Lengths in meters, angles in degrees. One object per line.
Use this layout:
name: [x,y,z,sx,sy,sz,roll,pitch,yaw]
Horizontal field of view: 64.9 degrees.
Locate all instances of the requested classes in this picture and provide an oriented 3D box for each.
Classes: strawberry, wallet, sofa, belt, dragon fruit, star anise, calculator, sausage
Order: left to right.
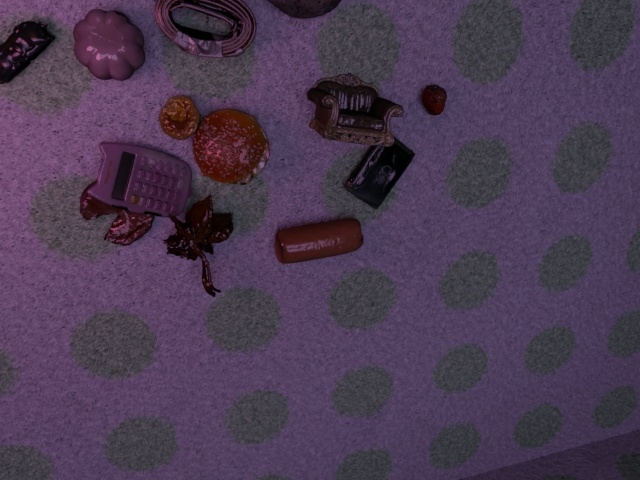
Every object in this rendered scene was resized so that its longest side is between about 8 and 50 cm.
calculator: [-0.514,-0.173,1.473,0.294,0.043,0.194,14,90,-36]
star anise: [-0.363,0.018,1.569,0.237,0.148,0.346,-17,114,-39]
belt: [-0.310,-0.591,1.360,0.262,0.105,0.184,12,110,-21]
dragon fruit: [-0.001,-0.731,1.331,0.204,0.221,0.282,21,102,-17]
sausage: [0.001,0.000,1.691,0.304,0.121,0.121,-10,115,-14]
sofa: [0.101,-0.398,1.510,0.259,0.200,0.182,4,113,-16]
wallet: [0.203,-0.234,1.691,0.160,0.055,0.236,30,101,-32]
strawberry: [0.372,-0.454,1.632,0.083,0.083,0.096,-4,115,-14]

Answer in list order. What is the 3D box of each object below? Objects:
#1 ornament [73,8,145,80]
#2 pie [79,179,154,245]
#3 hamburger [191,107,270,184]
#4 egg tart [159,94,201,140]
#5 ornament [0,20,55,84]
ornament: [-0.546,-0.504,1.308,0.178,0.177,0.177,-6,114,-14]
pie: [-0.606,-0.091,1.512,0.219,0.054,0.204,39,98,-26]
hamburger: [-0.262,-0.276,1.484,0.237,0.147,0.236,-5,110,-13]
egg tart: [-0.398,-0.351,1.448,0.131,0.052,0.130,0,89,13]
ornament: [-0.821,-0.539,1.247,0.202,0.080,0.236,-39,117,6]
